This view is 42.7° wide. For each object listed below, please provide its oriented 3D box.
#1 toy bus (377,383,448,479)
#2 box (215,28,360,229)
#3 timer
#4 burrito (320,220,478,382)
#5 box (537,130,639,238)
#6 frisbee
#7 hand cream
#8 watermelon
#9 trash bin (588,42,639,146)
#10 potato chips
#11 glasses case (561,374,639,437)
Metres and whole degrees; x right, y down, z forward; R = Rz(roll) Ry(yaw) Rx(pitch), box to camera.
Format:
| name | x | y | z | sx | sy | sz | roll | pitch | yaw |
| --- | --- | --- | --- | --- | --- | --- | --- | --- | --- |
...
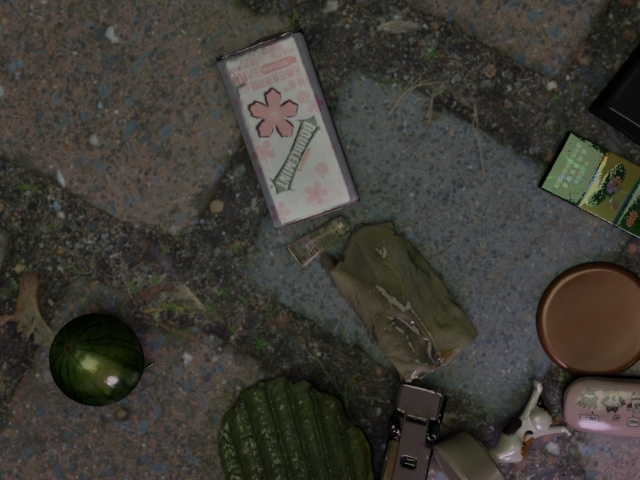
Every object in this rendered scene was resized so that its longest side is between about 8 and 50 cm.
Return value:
| name | x | y | z | sx | sy | sz | roll | pitch | yaw |
| --- | --- | --- | --- | --- | --- | --- | --- | --- | --- |
| toy bus | 0.167 | 0.457 | 1.653 | 0.112 | 0.138 | 0.317 | 17 | 71 | 2 |
| box | -0.065 | -0.223 | 1.641 | 0.190 | 0.112 | 0.370 | -20 | 97 | 4 |
| timer | 0.387 | 0.424 | 1.703 | 0.266 | 0.175 | 0.175 | -34 | 95 | -10 |
| burrito | 0.151 | 0.120 | 1.668 | 0.190 | 0.135 | 0.332 | -37 | 91 | 13 |
| box | 0.578 | -0.113 | 1.666 | 0.235 | 0.034 | 0.132 | 27 | 97 | -2 |
| frisbee | 0.577 | 0.168 | 1.711 | 0.250 | 0.021 | 0.251 | 0 | 99 | 3 |
| hand cream | 0.000 | 0.000 | 1.708 | 0.143 | 0.039 | 0.061 | -33 | 94 | 15 |
| watermelon | -0.454 | 0.249 | 1.689 | 0.188 | 0.215 | 0.188 | -9 | 63 | 18 |
| trash bin | 0.668 | -0.305 | 1.604 | 0.165 | 0.115 | 0.225 | 34 | 94 | -1 |
| potato chips | -0.044 | 0.474 | 1.649 | 0.358 | 0.070 | 0.429 | -29 | 64 | 26 |
| glasses case | 0.659 | 0.344 | 1.700 | 0.314 | 0.075 | 0.122 | 3 | 102 | 1 |
